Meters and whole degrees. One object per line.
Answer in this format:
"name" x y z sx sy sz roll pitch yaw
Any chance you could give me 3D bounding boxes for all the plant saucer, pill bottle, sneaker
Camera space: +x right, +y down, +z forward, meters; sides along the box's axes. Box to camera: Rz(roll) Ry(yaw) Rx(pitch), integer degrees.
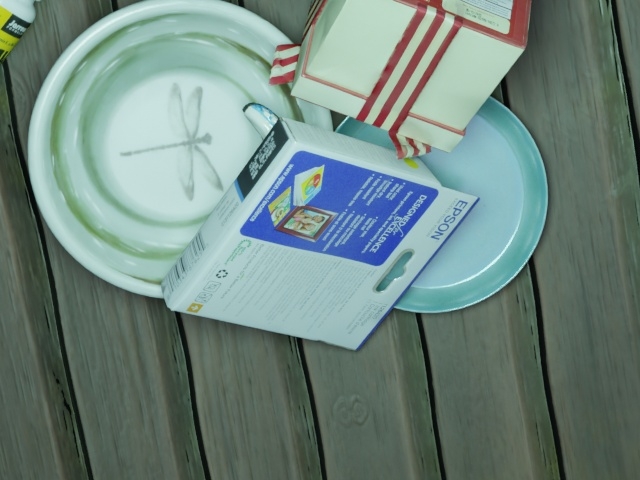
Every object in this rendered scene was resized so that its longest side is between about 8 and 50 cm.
"plant saucer" 0.149 -0.060 1.894 0.318 0.044 0.317 0 100 1
"pill bottle" -0.453 -0.292 1.828 0.119 0.119 0.208 39 98 -5
"plant saucer" -0.186 -0.124 1.835 0.400 0.100 0.400 -3 103 -13
"sneaker" -0.048 -0.093 1.790 0.083 0.071 0.190 -39 109 4

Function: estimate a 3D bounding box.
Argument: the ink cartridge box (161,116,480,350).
"ink cartridge box" 0.000 0.000 1.790 0.307 0.072 0.303 13 126 -37

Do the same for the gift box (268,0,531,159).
"gift box" 0.098 -0.265 1.708 0.255 0.258 0.276 23 56 -8
